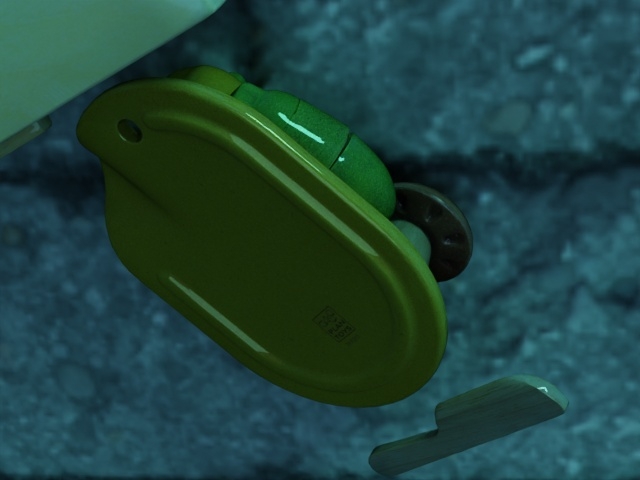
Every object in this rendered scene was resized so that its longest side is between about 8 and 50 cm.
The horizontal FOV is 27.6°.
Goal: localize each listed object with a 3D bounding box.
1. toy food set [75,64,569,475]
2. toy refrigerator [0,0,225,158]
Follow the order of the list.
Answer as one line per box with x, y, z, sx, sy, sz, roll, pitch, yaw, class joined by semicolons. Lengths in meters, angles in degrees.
0.000;0.000;0.556;0.218;0.071;0.128;41;138;-6;toy food set
-0.159;-0.071;0.529;0.269;0.102;0.094;-27;106;20;toy refrigerator
